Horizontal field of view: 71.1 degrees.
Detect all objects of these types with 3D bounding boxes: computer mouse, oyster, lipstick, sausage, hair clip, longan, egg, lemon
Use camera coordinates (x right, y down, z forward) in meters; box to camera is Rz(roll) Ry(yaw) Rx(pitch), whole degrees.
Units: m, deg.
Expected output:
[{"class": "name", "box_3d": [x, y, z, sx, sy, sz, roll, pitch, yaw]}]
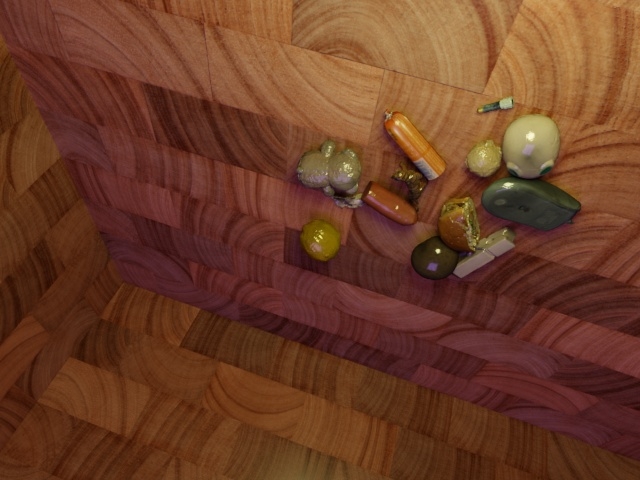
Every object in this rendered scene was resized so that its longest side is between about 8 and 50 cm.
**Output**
[{"class": "computer mouse", "box_3d": [0.772, -0.146, 1.649, 0.371, 0.121, 0.188, 20, 147, -7]}, {"class": "oyster", "box_3d": [0.132, -0.182, 2.010, 0.200, 0.061, 0.106, 12, 160, 18]}, {"class": "lipstick", "box_3d": [0.568, -0.439, 1.464, 0.116, 0.037, 0.037, -5, 135, 38]}, {"class": "sausage", "box_3d": [0.334, -0.358, 1.639, 0.312, 0.092, 0.093, 41, 140, -23]}, {"class": "hair clip", "box_3d": [0.697, 0.053, 1.954, 0.085, 0.101, 0.331, 35, 140, -9]}, {"class": "longan", "box_3d": [0.515, 0.078, 2.009, 0.198, 0.198, 0.212, 31, 111, -11]}, {"class": "egg", "box_3d": [0.578, -0.287, 1.587, 0.116, 0.118, 0.140, 52, 175, 39]}, {"class": "lemon", "box_3d": [0.000, 0.000, 2.175, 0.231, 0.192, 0.192, 45, 139, -16]}, {"class": "sausage", "box_3d": [0.299, -0.147, 1.899, 0.259, 0.113, 0.113, 31, 143, -10]}]

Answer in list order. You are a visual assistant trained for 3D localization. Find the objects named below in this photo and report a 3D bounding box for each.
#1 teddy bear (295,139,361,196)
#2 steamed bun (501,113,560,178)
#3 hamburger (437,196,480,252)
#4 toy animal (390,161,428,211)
[{"class": "teddy bear", "box_3d": [0.037, -0.289, 1.829, 0.268, 0.151, 0.235, 0, 111, 14]}, {"class": "steamed bun", "box_3d": [0.697, -0.298, 1.490, 0.177, 0.130, 0.228, 3, 137, 21]}, {"class": "hamburger", "box_3d": [0.566, -0.050, 1.855, 0.157, 0.143, 0.282, -3, 137, 28]}, {"class": "toy animal", "box_3d": [0.376, -0.201, 1.790, 0.114, 0.116, 0.255, -1, 138, 31]}]
